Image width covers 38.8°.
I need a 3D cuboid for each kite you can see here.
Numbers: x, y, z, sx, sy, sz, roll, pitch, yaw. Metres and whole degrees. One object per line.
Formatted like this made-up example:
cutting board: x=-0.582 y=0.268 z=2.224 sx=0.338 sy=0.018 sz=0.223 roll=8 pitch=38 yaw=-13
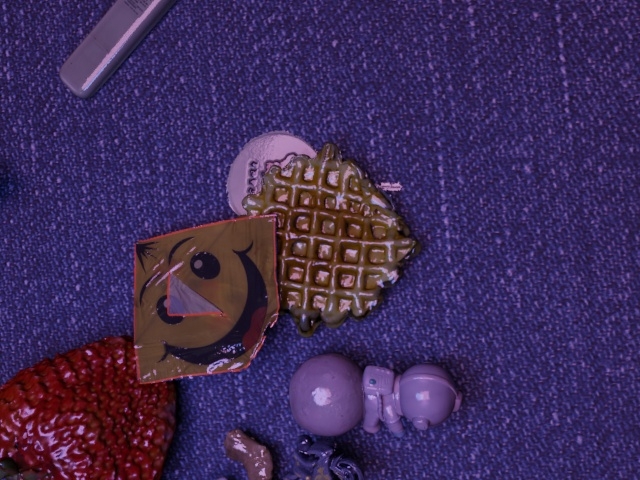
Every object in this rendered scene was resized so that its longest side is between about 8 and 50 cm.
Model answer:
kite: x=-0.215 y=0.087 z=1.590 sx=0.327 sy=0.013 sz=0.377 roll=33 pitch=85 yaw=25

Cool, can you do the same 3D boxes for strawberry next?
strawberry: x=-0.407 y=0.333 z=1.600 sx=0.351 sy=0.267 sz=0.312 roll=-41 pitch=85 yaw=-25

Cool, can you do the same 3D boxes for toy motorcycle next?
toy motorcycle: x=-0.005 y=0.391 z=1.559 sx=0.124 sy=0.061 sz=0.193 roll=52 pitch=138 yaw=5

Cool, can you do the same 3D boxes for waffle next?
waffle: x=0.000 y=0.000 z=1.609 sx=0.297 sy=0.073 sz=0.317 roll=-39 pitch=78 yaw=5

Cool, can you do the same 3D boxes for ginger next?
ginger: x=-0.104 y=0.457 z=1.602 sx=0.259 sy=0.065 sz=0.149 roll=50 pitch=123 yaw=11

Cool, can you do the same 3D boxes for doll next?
doll: x=0.095 y=0.258 z=1.532 sx=0.287 sy=0.151 sz=0.151 roll=-3 pitch=87 yaw=16

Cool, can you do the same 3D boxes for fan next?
fan: x=-0.016 y=-0.102 z=1.646 sx=0.329 sy=0.009 sz=0.191 roll=5 pitch=88 yaw=13

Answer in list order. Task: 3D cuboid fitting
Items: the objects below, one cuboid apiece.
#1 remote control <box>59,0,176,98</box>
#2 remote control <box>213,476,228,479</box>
remote control: x=-0.379 y=-0.402 z=1.726 sx=0.090 sy=0.038 sz=0.309 roll=43 pitch=97 yaw=10
remote control: x=-0.269 y=0.498 z=1.585 sx=0.261 sy=0.029 sz=0.067 roll=-25 pitch=80 yaw=-7
